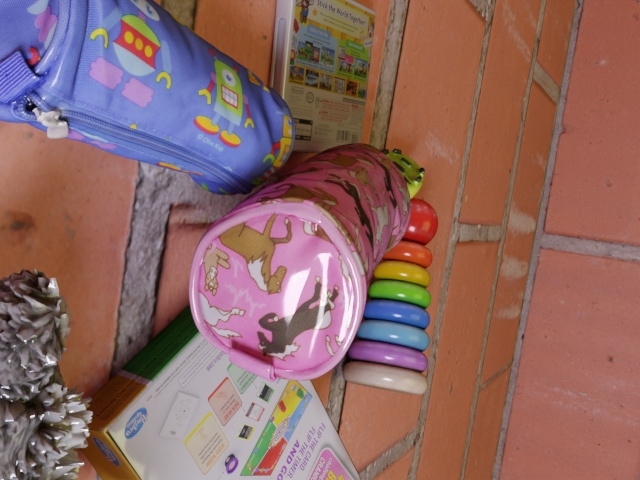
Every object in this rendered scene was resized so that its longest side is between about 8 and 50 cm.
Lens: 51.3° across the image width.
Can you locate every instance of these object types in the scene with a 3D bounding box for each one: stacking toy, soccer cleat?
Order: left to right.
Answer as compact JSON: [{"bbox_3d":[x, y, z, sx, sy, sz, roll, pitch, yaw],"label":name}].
[{"bbox_3d":[0.077,-0.047,1.031,0.289,0.093,0.121,-52,173,-48],"label":"soccer cleat"},{"bbox_3d":[0.131,0.084,1.124,0.141,0.141,0.330,35,62,-60],"label":"stacking toy"}]

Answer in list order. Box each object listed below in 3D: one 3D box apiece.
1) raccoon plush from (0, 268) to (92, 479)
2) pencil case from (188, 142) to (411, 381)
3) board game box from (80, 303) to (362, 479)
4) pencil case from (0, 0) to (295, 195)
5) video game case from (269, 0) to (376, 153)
[{"bbox_3d":[-0.179,0.196,0.309,0.216,0.446,0.299,-6,106,-27],"label":"raccoon plush"},{"bbox_3d":[0.000,0.000,0.699,0.386,0.160,0.167,-47,117,-71],"label":"pencil case"},{"bbox_3d":[-0.088,0.232,0.712,0.242,0.064,0.316,-47,120,-46],"label":"board game box"},{"bbox_3d":[-0.138,-0.117,0.532,0.306,0.119,0.133,18,57,-62],"label":"pencil case"},{"bbox_3d":[0.005,-0.217,0.871,0.227,0.026,0.206,-10,108,-60],"label":"video game case"}]
